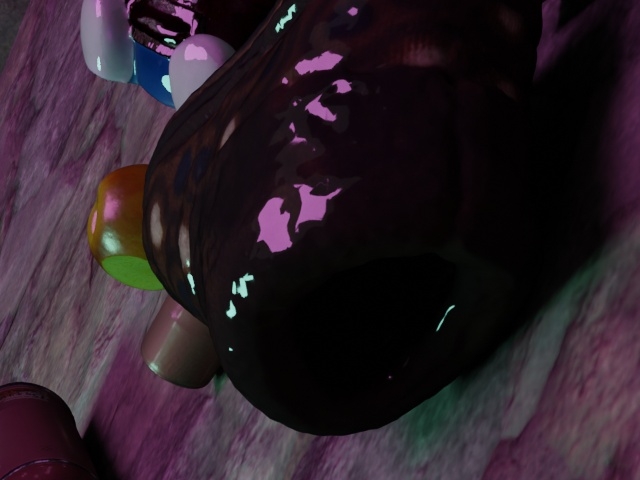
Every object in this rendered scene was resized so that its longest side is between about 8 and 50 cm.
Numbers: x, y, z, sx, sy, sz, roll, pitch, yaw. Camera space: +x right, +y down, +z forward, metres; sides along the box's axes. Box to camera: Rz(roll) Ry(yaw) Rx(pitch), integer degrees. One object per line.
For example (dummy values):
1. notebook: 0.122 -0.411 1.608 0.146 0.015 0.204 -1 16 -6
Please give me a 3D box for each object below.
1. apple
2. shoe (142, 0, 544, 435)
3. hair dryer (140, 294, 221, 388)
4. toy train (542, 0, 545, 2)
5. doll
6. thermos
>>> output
1. apple: -0.155 -0.014 1.584 0.114 0.102 0.099 -38 36 58
2. shoe: 0.000 0.000 1.030 0.384 0.171 0.237 136 145 -55
3. hair dryer: -0.087 0.026 1.422 0.117 0.064 0.181 -59 15 23
4. toy train: 0.078 -0.296 1.016 0.173 0.249 0.307 -41 31 59
5. doll: -0.032 -0.245 1.320 0.284 0.240 0.310 25 110 32
6. thermos: -0.249 0.229 1.544 0.136 0.109 0.330 -58 19 2
